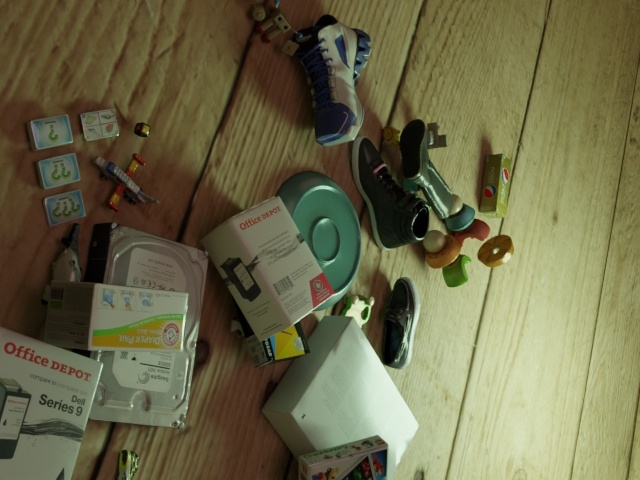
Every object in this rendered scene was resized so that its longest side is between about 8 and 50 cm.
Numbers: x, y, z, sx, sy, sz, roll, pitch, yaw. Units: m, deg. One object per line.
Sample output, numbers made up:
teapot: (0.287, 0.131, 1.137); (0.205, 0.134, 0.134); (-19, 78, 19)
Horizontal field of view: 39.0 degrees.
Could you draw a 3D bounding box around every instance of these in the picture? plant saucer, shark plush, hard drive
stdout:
plant saucer: (0.000, 0.000, 2.028); (0.317, 0.044, 0.317); (6, 82, -50)
shark plush: (-0.428, 0.053, 1.527); (0.067, 0.073, 0.161); (37, 41, -71)
hard drive: (-0.322, 0.158, 1.616); (0.237, 0.064, 0.339); (21, 72, -47)

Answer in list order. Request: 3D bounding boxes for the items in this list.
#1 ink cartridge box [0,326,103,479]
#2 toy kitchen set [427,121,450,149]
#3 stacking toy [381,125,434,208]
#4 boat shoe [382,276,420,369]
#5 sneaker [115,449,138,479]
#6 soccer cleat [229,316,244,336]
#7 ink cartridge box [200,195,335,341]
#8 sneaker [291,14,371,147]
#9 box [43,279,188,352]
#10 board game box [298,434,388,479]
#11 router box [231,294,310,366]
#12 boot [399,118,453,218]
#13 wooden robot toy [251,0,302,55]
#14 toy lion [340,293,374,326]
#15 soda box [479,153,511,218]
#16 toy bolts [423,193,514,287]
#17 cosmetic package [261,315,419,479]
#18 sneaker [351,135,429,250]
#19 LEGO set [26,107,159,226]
ink cartridge box: (-0.480, 0.291, 1.369); (0.211, 0.121, 0.289); (31, 63, -45)
toy kitchen set: (0.314, -0.278, 2.390); (0.075, 0.083, 0.068); (-11, 96, -50)
stacking toy: (0.228, -0.182, 2.312); (0.167, 0.052, 0.221); (-7, 94, -48)
boat shoe: (0.186, 0.201, 2.214); (0.076, 0.080, 0.228); (11, 86, -51)
sneaker: (-0.339, 0.413, 1.599); (0.035, 0.031, 0.083); (18, 74, -49)
soccer cleat: (-0.153, 0.184, 1.844); (0.083, 0.029, 0.035); (33, 71, -40)
ink cartridge box: (-0.103, 0.052, 1.795); (0.172, 0.100, 0.237); (-32, 92, -52)
sneaker: (0.005, -0.376, 2.013); (0.182, 0.127, 0.315); (30, 58, -41)
box: (-0.326, 0.125, 1.465); (0.203, 0.114, 0.103); (12, 82, -53)
board game box: (0.048, 0.579, 1.923); (0.193, 0.053, 0.305); (-8, 110, -26)
router box: (-0.104, 0.161, 1.848); (0.133, 0.046, 0.179); (-4, 70, -51)
boot: (0.275, -0.179, 2.271); (0.208, 0.076, 0.189); (33, 57, -46)
wooden robot toy: (-0.104, -0.480, 1.941); (0.173, 0.076, 0.079); (51, 16, -34)
toy lion: (0.082, 0.176, 2.124); (0.100, 0.034, 0.096); (8, 88, -50)
soda box: (0.512, -0.158, 2.638); (0.061, 0.058, 0.181); (25, 69, -47)
toy bolts: (0.383, -0.026, 2.385); (0.158, 0.218, 0.228); (50, 33, -27)
cosmetic package: (0.056, 0.399, 2.022); (0.284, 0.097, 0.377); (-55, 127, -38)
sneaker: (0.177, -0.119, 2.167); (0.104, 0.147, 0.296); (-33, 111, -44)
LEGO set: (-0.379, -0.137, 1.576); (0.244, 0.060, 0.182); (-21, 107, -49)
